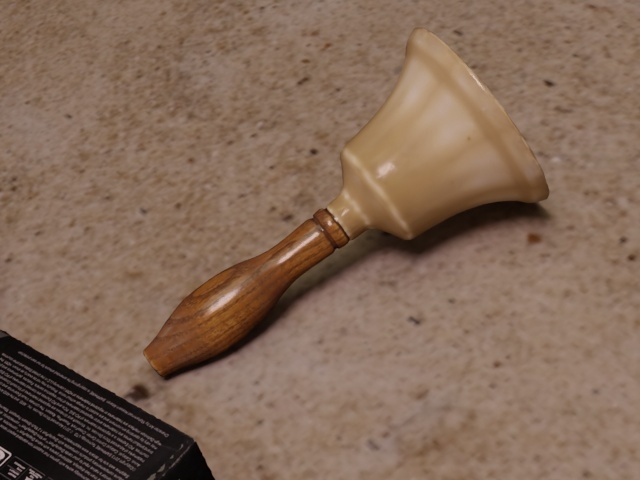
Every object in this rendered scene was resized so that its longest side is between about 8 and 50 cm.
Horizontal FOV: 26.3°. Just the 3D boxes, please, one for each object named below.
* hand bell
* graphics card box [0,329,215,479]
[{"bbox_3d":[0.000,0.000,0.795,0.242,0.126,0.126,-38,43,-2],"label":"hand bell"},{"bbox_3d":[-0.244,0.203,0.649,0.232,0.094,0.371,20,55,37],"label":"graphics card box"}]
